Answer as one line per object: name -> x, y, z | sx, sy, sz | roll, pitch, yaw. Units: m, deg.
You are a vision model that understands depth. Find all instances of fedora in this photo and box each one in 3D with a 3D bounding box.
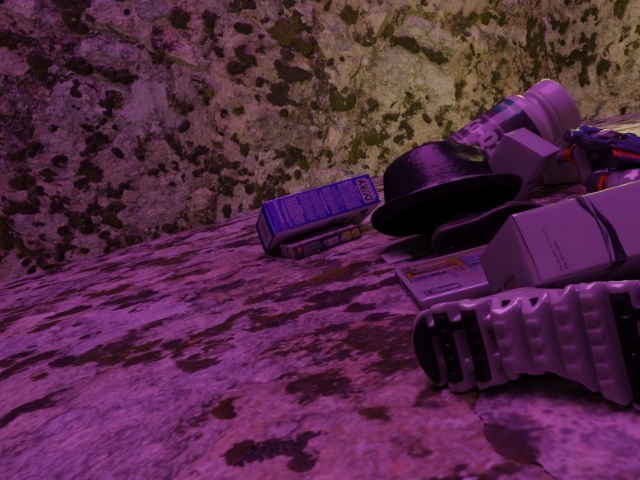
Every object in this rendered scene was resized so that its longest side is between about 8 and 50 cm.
fedora -> 0.263, -0.127, 1.045 | 0.333, 0.153, 0.334 | -12, -17, -4

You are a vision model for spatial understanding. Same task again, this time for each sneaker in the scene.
sneaker -> 0.238, 0.083, 0.438 | 0.291, 0.110, 0.118 | -5, 5, 38
sneaker -> 0.328, -0.035, 0.936 | 0.227, 0.087, 0.130 | -18, 16, 10

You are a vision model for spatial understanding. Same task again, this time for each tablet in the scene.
tablet -> 0.164, 0.034, 1.011 | 0.054, 0.006, 0.083 | -15, 10, -2

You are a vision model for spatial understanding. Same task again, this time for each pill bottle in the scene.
pill bottle -> 0.505, -0.267, 1.297 | 0.360, 0.204, 0.204 | -35, 8, 9

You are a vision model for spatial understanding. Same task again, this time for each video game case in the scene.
video game case -> 0.244, 0.053, 0.770 | 0.212, 0.023, 0.193 | -15, 11, 0

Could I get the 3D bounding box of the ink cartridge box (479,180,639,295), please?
ink cartridge box -> 0.319, 0.009, 0.568 | 0.208, 0.087, 0.153 | -15, -22, -3

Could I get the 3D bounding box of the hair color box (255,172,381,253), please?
hair color box -> -0.011, -0.080, 1.392 | 0.338, 0.110, 0.185 | -16, -13, -20

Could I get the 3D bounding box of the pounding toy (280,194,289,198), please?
pounding toy -> -0.038, -0.075, 1.645 | 0.236, 0.110, 0.183 | 14, -5, -10

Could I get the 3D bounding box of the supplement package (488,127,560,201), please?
supplement package -> 0.458, -0.160, 1.112 | 0.105, 0.179, 0.105 | -23, 55, -40

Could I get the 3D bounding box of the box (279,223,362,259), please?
box -> 0.000, 0.000, 1.310 | 0.206, 0.036, 0.114 | -19, 12, -23

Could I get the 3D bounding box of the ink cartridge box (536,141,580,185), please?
ink cartridge box -> 0.725, -0.241, 1.370 | 0.127, 0.128, 0.176 | -21, 14, -34

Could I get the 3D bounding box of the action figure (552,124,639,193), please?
action figure -> 0.686, -0.147, 1.032 | 0.340, 0.179, 0.330 | 18, 27, 14
